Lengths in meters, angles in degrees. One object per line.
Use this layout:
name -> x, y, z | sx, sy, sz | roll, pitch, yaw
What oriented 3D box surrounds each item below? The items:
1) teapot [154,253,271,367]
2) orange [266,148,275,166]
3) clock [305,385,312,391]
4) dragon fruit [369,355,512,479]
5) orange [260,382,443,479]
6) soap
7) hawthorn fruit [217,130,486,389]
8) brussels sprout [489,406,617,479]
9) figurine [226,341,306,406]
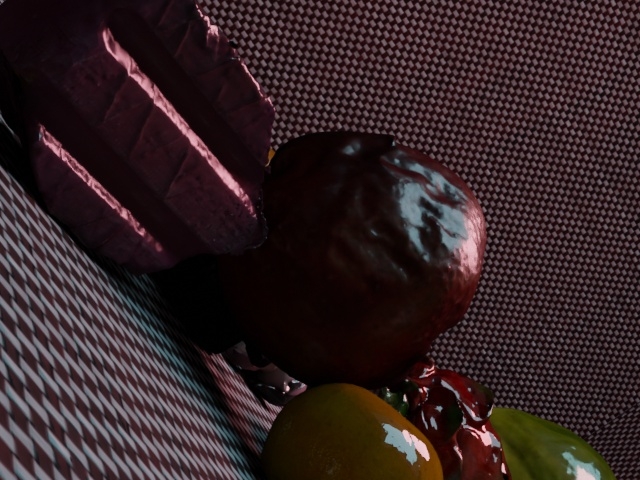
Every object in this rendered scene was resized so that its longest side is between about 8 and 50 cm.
teapot -> -0.094, 0.050, 1.246 | 0.177, 0.087, 0.096 | 55, 12, -22
orange -> -0.108, -0.042, 1.695 | 0.237, 0.158, 0.179 | 58, 15, -54
clock -> 0.006, 0.150, 1.877 | 0.236, 0.053, 0.236 | 52, -25, 37
dragon fruit -> 0.085, 0.221, 1.282 | 0.193, 0.192, 0.274 | 44, -20, 47
orange -> 0.023, 0.192, 1.093 | 0.155, 0.134, 0.154 | 35, -15, 10
soap -> -0.128, -0.085, 0.995 | 0.112, 0.182, 0.289 | 56, 5, 40
hawthorn fruit -> 0.000, 0.000, 1.176 | 0.266, 0.230, 0.210 | 35, -22, -6
brussels sprout -> 0.253, 0.392, 1.844 | 0.371, 0.315, 0.276 | 50, -26, 27
figurine -> -0.063, 0.126, 1.396 | 0.072, 0.054, 0.129 | 36, -7, 43
